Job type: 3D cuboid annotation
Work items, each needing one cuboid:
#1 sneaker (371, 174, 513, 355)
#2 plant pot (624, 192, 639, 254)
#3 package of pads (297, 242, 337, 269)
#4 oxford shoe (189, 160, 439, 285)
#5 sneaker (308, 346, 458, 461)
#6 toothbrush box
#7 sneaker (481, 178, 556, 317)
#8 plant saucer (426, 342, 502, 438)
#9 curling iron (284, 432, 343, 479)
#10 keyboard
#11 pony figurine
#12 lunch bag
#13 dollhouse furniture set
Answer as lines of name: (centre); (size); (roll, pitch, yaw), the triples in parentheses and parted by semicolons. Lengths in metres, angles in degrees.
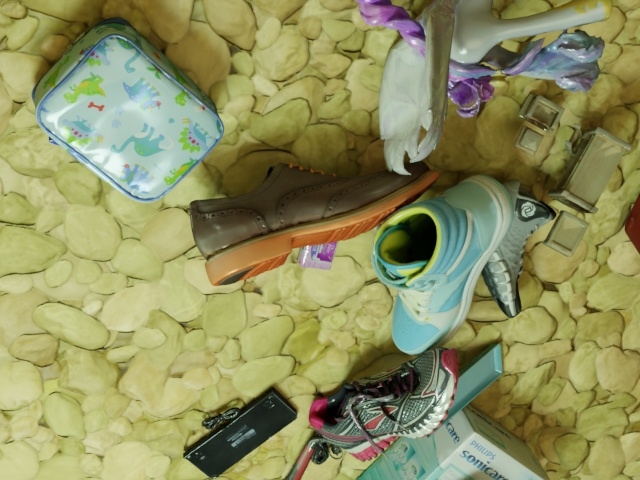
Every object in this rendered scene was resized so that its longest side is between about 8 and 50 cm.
sneaker: (0.130, 0.054, 1.719); (0.208, 0.127, 0.319); (-17, 137, -44)
plant pot: (0.614, -0.025, 1.809); (0.236, 0.267, 0.267); (16, 114, -10)
package of pads: (0.000, 0.000, 1.762); (0.050, 0.032, 0.083); (7, 116, -16)
oxford shoe: (-0.005, -0.060, 1.670); (0.364, 0.130, 0.132); (-20, 81, -21)
sneaker: (0.099, 0.245, 1.832); (0.112, 0.121, 0.299); (30, 134, -22)
toothbrush box: (0.201, 0.425, 2.011); (0.295, 0.126, 0.216); (-46, 121, 10)
sneaker: (0.303, 0.007, 1.826); (0.132, 0.086, 0.228); (-25, 122, -4)
plant saucer: (0.222, 0.235, 1.918); (0.192, 0.018, 0.067); (-35, 131, -33)
curling iron: (-0.044, 0.420, 1.989); (0.068, 0.035, 0.274); (21, 111, -25)
keyboard: (-0.133, 0.296, 1.901); (0.180, 0.023, 0.108); (-38, 129, 6)
pony figurine: (0.180, -0.271, 1.550); (0.364, 0.303, 0.351); (-5, 88, -10)
lunch bag: (-0.251, -0.164, 1.561); (0.176, 0.090, 0.219); (-44, 121, 10)
dollhouse furniture set: (0.327, -0.095, 1.759); (0.161, 0.101, 0.182); (29, 91, -3)
